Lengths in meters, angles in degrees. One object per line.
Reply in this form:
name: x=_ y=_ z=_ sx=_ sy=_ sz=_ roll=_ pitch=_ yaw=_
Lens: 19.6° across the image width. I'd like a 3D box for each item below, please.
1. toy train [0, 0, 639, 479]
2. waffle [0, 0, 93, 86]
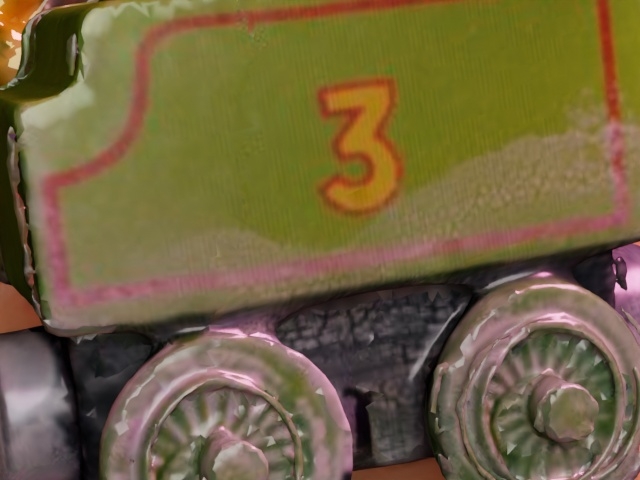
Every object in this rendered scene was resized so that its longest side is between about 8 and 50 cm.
toy train: x=0.000 y=0.000 z=0.763 sx=0.307 sy=0.173 sz=0.249 roll=-9 pitch=99 yaw=-14
waffle: x=-0.277 y=-0.156 z=0.842 sx=0.379 sy=0.095 sz=0.382 roll=-4 pitch=79 yaw=-9
